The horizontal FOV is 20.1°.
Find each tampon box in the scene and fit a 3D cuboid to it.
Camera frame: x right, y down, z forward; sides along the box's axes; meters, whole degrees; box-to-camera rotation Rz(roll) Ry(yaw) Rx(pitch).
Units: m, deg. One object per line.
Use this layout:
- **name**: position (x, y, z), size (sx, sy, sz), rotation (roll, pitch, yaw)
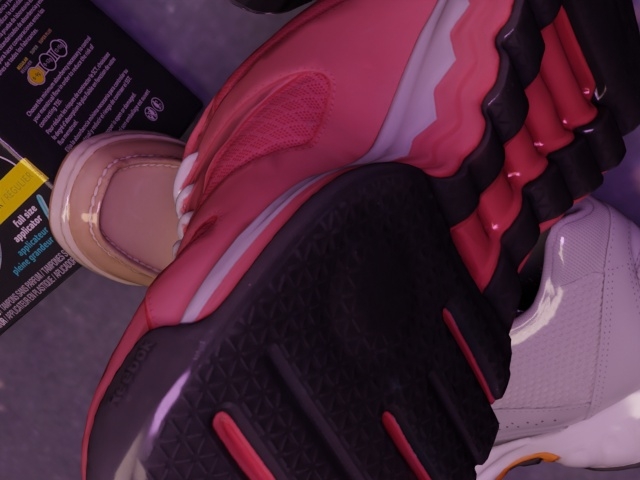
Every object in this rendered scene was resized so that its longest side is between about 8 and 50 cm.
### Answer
- **tampon box**: position (-0.158, -0.054, 0.754), size (0.161, 0.101, 0.120), rotation (42, 130, -12)

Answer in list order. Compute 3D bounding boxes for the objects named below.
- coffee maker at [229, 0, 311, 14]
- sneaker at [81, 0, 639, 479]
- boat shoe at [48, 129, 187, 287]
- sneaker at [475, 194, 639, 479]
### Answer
- **coffee maker**: position (0.019, -0.152, 0.587), size (0.178, 0.120, 0.171), rotation (-42, 67, 52)
- **sneaker**: position (0.000, 0.000, 0.613), size (0.136, 0.314, 0.116), rotation (-4, 124, 37)
- **boat shoe**: position (-0.033, -0.002, 0.712), size (0.059, 0.170, 0.063), rotation (14, 89, 37)
- **sneaker**: position (0.034, 0.057, 0.735), size (0.262, 0.099, 0.121), rotation (-32, 120, 26)
